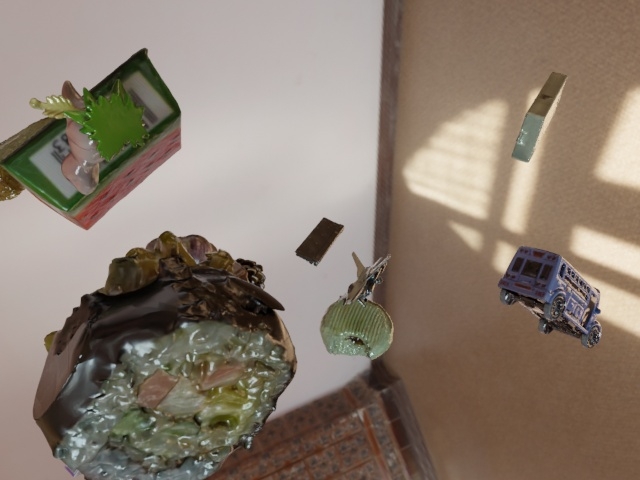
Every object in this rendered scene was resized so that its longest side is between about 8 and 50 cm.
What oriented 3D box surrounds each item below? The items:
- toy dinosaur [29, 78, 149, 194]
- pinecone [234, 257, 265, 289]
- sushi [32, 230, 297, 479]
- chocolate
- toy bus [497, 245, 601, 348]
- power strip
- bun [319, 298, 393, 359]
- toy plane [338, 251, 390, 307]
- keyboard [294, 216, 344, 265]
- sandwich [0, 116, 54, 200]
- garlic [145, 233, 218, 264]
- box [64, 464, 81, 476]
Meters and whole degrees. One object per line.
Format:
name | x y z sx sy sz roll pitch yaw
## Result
toy dinosaur | -0.390 -0.185 1.135 0.177 0.152 0.194 -5 122 35
pinecone | -0.264 0.143 2.062 0.168 0.186 0.212 55 -168 -13
sushi | -0.233 0.149 0.932 0.328 0.329 0.285 -55 45 20
chocolate | -0.459 -0.196 1.419 0.161 0.360 0.341 47 167 -3
toy bus | 0.504 0.123 1.404 0.125 0.133 0.292 19 170 48
power strip | 0.495 -0.285 1.475 0.043 0.367 0.106 22 126 16
bun | 0.102 0.267 1.912 0.212 0.204 0.126 37 157 21
toy plane | 0.091 0.099 1.415 0.082 0.160 0.234 42 -158 -13
keyboard | 0.000 0.001 1.791 0.072 0.231 0.023 25 122 8
sandwich | -0.761 -0.204 1.666 0.271 0.301 0.099 -8 125 39
garlic | -0.403 0.081 1.879 0.245 0.245 0.160 125 143 -69
box | -0.524 0.475 1.495 0.036 0.117 0.050 36 -178 16
